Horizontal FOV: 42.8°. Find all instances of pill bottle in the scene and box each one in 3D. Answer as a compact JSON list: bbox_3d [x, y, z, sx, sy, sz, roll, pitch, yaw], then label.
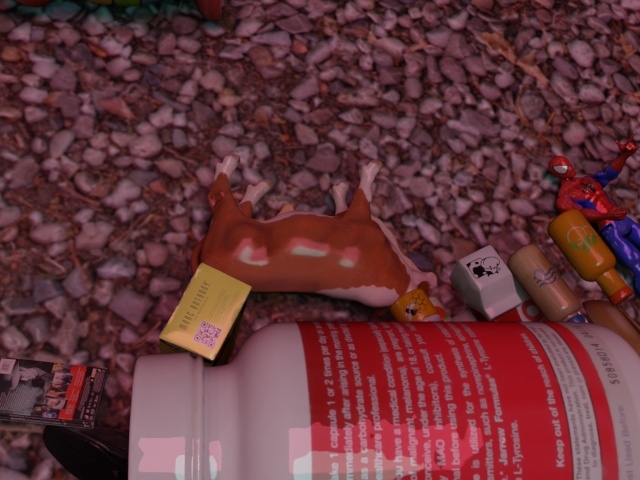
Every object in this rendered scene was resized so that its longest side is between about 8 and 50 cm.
[{"bbox_3d":[0.053,0.181,0.682,0.407,0.229,0.229,1,68,-9],"label":"pill bottle"}]

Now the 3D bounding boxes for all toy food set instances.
[{"bbox_3d":[0.187,0.070,0.819,0.232,0.111,0.104,-24,66,-21],"label":"toy food set"}]

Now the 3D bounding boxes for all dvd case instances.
[{"bbox_3d":[-0.300,0.165,0.890,0.119,0.013,0.087,8,32,-9],"label":"dvd case"}]

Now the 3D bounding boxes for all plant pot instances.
[{"bbox_3d":[0.398,0.155,0.954,0.032,0.236,0.236,-42,79,14],"label":"plant pot"}]

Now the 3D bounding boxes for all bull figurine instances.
[{"bbox_3d":[0.000,0.000,0.997,0.310,0.101,0.188,4,64,-12],"label":"bull figurine"}]

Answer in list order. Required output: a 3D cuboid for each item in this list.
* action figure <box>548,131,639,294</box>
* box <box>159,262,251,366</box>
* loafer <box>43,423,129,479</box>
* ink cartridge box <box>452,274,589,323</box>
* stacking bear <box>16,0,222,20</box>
[{"bbox_3d":[0.417,-0.023,1.073,0.091,0.139,0.280,-37,77,-23],"label":"action figure"},{"bbox_3d":[-0.124,0.108,0.853,0.058,0.232,0.087,26,65,0],"label":"box"},{"bbox_3d":[-0.218,0.233,0.889,0.170,0.062,0.061,23,27,6],"label":"loafer"},{"bbox_3d":[0.158,0.257,0.885,0.395,0.166,0.285,-32,76,-21],"label":"ink cartridge box"},{"bbox_3d":[-0.287,-0.376,1.066,0.289,0.164,0.175,-11,71,-10],"label":"stacking bear"}]
